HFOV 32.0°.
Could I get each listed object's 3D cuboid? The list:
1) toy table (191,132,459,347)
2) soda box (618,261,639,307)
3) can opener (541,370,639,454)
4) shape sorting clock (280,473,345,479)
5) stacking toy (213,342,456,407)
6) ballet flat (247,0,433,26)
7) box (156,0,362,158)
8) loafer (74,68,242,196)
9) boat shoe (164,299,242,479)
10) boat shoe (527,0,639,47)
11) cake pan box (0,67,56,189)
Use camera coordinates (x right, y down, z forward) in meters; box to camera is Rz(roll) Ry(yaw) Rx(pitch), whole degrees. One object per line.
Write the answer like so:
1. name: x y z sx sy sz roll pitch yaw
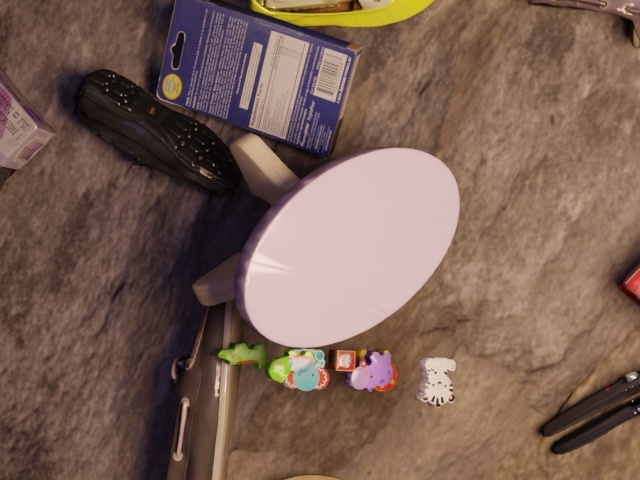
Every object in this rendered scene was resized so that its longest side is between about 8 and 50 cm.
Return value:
1. toy table: 0.000 0.000 1.214 0.274 0.161 0.252 -23 107 -26
2. soda box: 0.448 -0.019 1.220 0.083 0.092 0.263 43 93 10
3. can opener: 0.333 0.183 1.244 0.186 0.073 0.059 -25 91 16
4. shape sorting clock: -0.005 0.372 1.290 0.206 0.040 0.206 0 88 5
5. stacking toy: 0.016 0.142 1.193 0.221 0.167 0.052 6 86 -23
6. ballet flat: 0.024 -0.291 1.309 0.231 0.077 0.077 -5 81 8
7. box: -0.075 -0.197 1.314 0.225 0.036 0.136 20 115 8
8. loafer: -0.196 -0.119 1.341 0.223 0.076 0.078 33 134 -1
9. boat shoe: -0.149 0.219 1.287 0.095 0.112 0.335 4 91 4
10. boat shoe: 0.369 -0.260 1.249 0.285 0.103 0.092 20 104 4
11. cake pan box: -0.498 -0.138 1.386 0.246 0.070 0.267 -42 82 6
